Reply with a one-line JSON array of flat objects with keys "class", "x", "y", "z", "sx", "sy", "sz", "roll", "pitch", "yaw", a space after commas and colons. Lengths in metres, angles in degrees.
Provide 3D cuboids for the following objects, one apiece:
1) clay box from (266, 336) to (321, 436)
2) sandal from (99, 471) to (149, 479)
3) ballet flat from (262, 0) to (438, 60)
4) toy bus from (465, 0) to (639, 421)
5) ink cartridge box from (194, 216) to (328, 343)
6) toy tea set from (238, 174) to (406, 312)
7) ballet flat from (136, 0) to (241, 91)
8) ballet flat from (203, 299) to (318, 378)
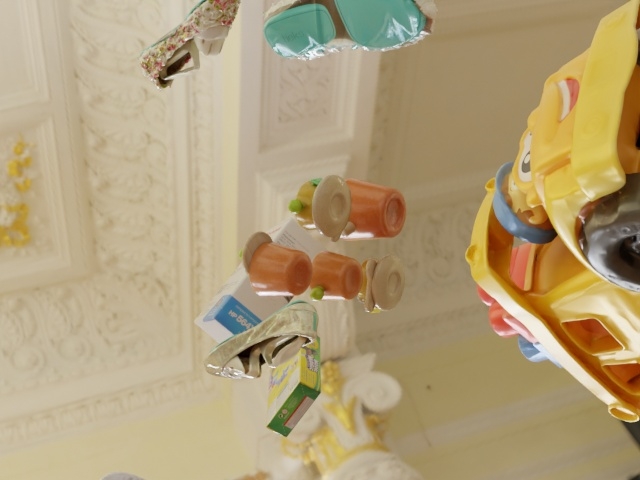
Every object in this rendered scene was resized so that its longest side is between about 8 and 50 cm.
[{"class": "clay box", "x": -0.051, "y": 0.268, "z": 1.932, "sx": 0.053, "sy": 0.222, "sz": 0.127, "roll": 30, "pitch": -67, "yaw": -13}, {"class": "sandal", "x": -0.228, "y": 0.438, "z": 1.502, "sx": 0.265, "sy": 0.076, "sz": 0.102, "roll": 27, "pitch": -103, "yaw": -10}, {"class": "ballet flat", "x": 0.058, "y": -0.386, "z": 1.603, "sx": 0.147, "sy": 0.409, "sz": 0.147, "roll": -4, "pitch": -83, "yaw": -38}, {"class": "toy bus", "x": 0.161, "y": 0.002, "z": 0.561, "sx": 0.220, "sy": 0.149, "sz": 0.211, "roll": 42, "pitch": -39, "yaw": -25}, {"class": "ink cartridge box", "x": -0.095, "y": 0.073, "z": 1.554, "sx": 0.086, "sy": 0.148, "sz": 0.203, "roll": 41, "pitch": -107, "yaw": -9}, {"class": "toy tea set", "x": 0.000, "y": 0.000, "z": 1.409, "sx": 0.336, "sy": 0.124, "sz": 0.200, "roll": 7, "pitch": -90, "yaw": -54}, {"class": "ballet flat", "x": -0.202, "y": -0.319, "z": 1.588, "sx": 0.241, "sy": 0.077, "sz": 0.091, "roll": -28, "pitch": -8, "yaw": 40}, {"class": "ballet flat", "x": -0.069, "y": 0.122, "z": 1.079, "sx": 0.057, "sy": 0.052, "sz": 0.168, "roll": 24, "pitch": -48, "yaw": -40}]
